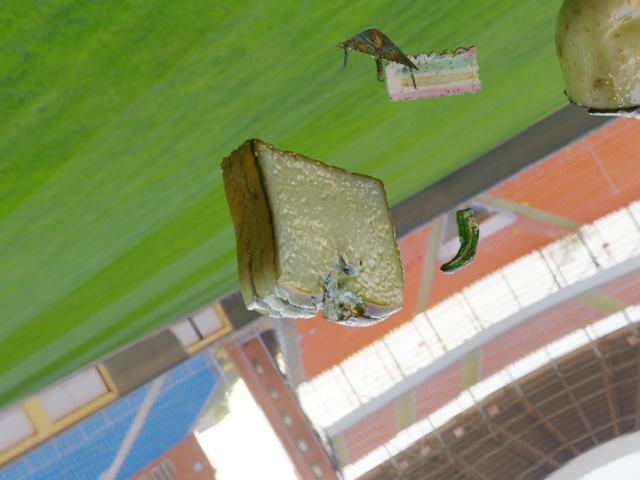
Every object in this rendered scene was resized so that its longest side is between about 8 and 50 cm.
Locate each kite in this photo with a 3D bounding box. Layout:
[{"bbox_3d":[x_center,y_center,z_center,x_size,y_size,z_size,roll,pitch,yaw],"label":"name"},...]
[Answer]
[{"bbox_3d":[0.113,-0.367,1.563,0.183,0.160,0.010,12,142,-20],"label":"kite"}]

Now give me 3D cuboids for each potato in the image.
[{"bbox_3d":[0.466,-0.328,1.225,0.243,0.242,0.285,-30,-165,32],"label":"potato"}]

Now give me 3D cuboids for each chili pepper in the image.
[{"bbox_3d":[0.352,0.008,1.958,0.050,0.073,0.182,-33,-145,63],"label":"chili pepper"}]

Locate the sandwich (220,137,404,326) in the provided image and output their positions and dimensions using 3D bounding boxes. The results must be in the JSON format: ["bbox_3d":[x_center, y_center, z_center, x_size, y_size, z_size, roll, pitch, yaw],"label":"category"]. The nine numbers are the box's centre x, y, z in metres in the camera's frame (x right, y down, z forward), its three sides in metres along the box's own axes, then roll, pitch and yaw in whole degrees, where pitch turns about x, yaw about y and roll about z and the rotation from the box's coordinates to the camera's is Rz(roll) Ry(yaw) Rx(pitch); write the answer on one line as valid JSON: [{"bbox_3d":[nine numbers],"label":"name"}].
[{"bbox_3d":[-0.001,0.001,1.151,0.273,0.248,0.095,12,147,-42],"label":"sandwich"}]

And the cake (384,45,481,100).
[{"bbox_3d":[0.264,-0.398,1.892,0.226,0.109,0.090,-6,-166,2],"label":"cake"}]
